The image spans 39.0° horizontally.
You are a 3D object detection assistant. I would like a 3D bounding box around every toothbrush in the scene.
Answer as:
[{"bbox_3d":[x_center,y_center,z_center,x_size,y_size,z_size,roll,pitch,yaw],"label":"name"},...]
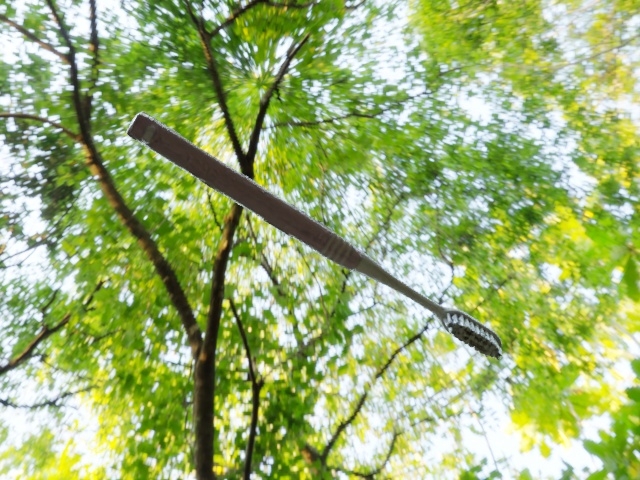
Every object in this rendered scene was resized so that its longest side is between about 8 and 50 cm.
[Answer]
[{"bbox_3d":[0.000,0.000,0.728,0.354,0.029,0.024,32,-80,-6],"label":"toothbrush"}]
